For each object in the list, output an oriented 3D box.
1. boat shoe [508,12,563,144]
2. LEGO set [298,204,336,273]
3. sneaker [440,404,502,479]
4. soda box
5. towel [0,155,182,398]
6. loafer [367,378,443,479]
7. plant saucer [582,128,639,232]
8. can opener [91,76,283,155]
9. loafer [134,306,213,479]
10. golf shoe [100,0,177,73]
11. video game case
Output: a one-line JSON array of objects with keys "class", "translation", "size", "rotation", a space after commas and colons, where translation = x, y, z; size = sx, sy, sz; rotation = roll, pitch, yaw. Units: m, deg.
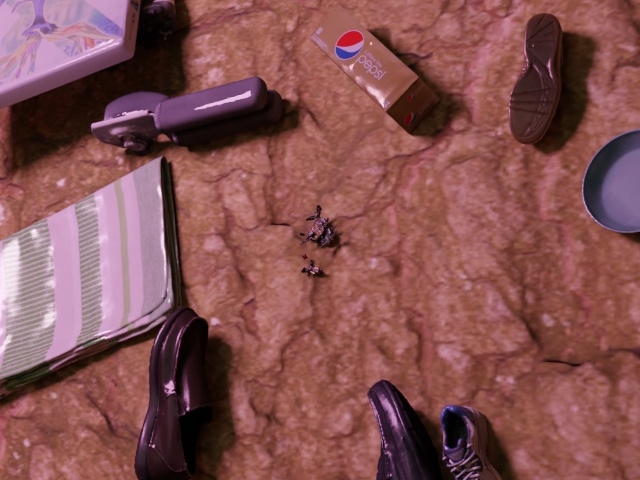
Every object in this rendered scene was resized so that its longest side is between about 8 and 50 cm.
[{"class": "boat shoe", "translation": [0.246, -0.177, 1.540], "size": [0.056, 0.048, 0.153], "rotation": [1, 75, 22]}, {"class": "LEGO set", "translation": [-0.002, 0.001, 1.637], "size": [0.054, 0.023, 0.083], "rotation": [23, 95, 42]}, {"class": "sneaker", "translation": [0.147, 0.228, 1.393], "size": [0.052, 0.058, 0.135], "rotation": [-29, 55, 21]}, {"class": "soda box", "translation": [0.065, -0.209, 1.664], "size": [0.058, 0.061, 0.181], "rotation": [-47, 50, 6]}, {"class": "towel", "translation": [-0.328, 0.051, 1.826], "size": [0.324, 0.038, 0.248], "rotation": [-25, 55, 23]}, {"class": "loafer", "translation": [0.086, 0.247, 1.413], "size": [0.078, 0.076, 0.223], "rotation": [-28, 58, 11]}, {"class": "plant saucer", "translation": [0.332, -0.059, 1.429], "size": [0.119, 0.021, 0.119], "rotation": [-16, 59, 28]}, {"class": "can opener", "translation": [-0.180, -0.179, 1.812], "size": [0.283, 0.076, 0.095], "rotation": [-11, 63, 29]}, {"class": "loafer", "translation": [-0.157, 0.188, 1.621], "size": [0.078, 0.080, 0.220], "rotation": [0, 73, 24]}, {"class": "golf shoe", "translation": [-0.288, -0.304, 1.959], "size": [0.198, 0.077, 0.094], "rotation": [-15, 48, 21]}, {"class": "video game case", "translation": [-0.399, -0.320, 1.963], "size": [0.329, 0.036, 0.300], "rotation": [-17, 48, 20]}]
